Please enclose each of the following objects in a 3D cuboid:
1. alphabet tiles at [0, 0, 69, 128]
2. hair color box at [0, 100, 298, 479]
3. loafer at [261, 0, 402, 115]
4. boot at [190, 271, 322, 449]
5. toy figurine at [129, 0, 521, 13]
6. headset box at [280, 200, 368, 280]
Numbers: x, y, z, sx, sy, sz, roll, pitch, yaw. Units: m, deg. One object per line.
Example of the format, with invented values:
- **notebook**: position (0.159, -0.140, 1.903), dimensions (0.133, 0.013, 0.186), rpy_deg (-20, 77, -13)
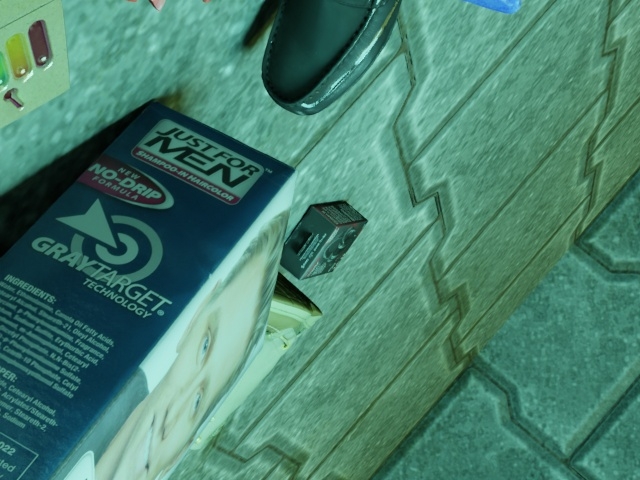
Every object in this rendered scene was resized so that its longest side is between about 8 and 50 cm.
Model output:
- **alphabet tiles**: position (-0.163, -0.128, 0.429), dimensions (0.285, 0.011, 0.343), rpy_deg (-35, 154, -26)
- **hair color box**: position (-0.144, 0.097, 0.739), dimensions (0.347, 0.105, 0.174), rpy_deg (-54, 165, -41)
- **loafer**: position (0.020, -0.175, 0.790), dimensions (0.078, 0.076, 0.223), rpy_deg (-8, 131, -60)
- **boot**: position (-0.084, 0.095, 1.111), dimensions (0.165, 0.077, 0.213), rpy_deg (-48, 167, 1)
- **toy figurine**: position (0.086, -0.211, 0.509), dimensions (0.363, 0.217, 0.191), rpy_deg (-61, 165, 4)
- **headset box**: position (0.000, 0.000, 1.196), dimensions (0.062, 0.032, 0.083), rpy_deg (-55, 165, 18)
